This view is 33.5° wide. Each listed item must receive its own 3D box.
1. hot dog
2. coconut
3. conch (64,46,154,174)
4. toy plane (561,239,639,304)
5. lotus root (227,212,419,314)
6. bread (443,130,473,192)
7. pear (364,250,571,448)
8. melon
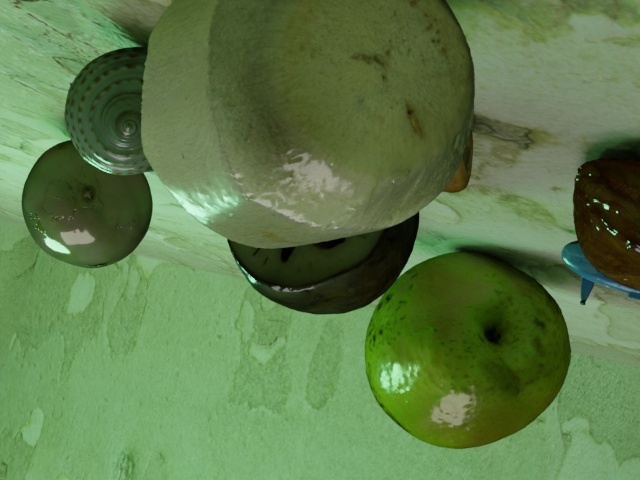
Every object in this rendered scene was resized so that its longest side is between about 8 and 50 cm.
[{"bbox_3d":[0.366,-0.015,1.154,0.196,0.122,0.272,15,176,13],"label":"hot dog"},{"bbox_3d":[-0.020,-0.109,0.834,0.237,0.238,0.266,19,172,-27],"label":"coconut"},{"bbox_3d":[-0.201,-0.157,1.203,0.172,0.131,0.200,-4,-145,-6],"label":"conch"},{"bbox_3d":[0.473,0.055,1.503,0.271,0.105,0.254,7,-177,27],"label":"toy plane"},{"bbox_3d":[0.012,-0.019,1.419,0.250,0.251,0.346,14,176,8],"label":"lotus root"},{"bbox_3d":[0.057,-0.114,1.196,0.239,0.074,0.093,12,154,25],"label":"bread"},{"bbox_3d":[0.274,0.195,1.931,0.390,0.391,0.391,15,172,2],"label":"pear"},{"bbox_3d":[-0.404,-0.063,1.851,0.223,0.223,0.317,16,175,-5],"label":"melon"}]
